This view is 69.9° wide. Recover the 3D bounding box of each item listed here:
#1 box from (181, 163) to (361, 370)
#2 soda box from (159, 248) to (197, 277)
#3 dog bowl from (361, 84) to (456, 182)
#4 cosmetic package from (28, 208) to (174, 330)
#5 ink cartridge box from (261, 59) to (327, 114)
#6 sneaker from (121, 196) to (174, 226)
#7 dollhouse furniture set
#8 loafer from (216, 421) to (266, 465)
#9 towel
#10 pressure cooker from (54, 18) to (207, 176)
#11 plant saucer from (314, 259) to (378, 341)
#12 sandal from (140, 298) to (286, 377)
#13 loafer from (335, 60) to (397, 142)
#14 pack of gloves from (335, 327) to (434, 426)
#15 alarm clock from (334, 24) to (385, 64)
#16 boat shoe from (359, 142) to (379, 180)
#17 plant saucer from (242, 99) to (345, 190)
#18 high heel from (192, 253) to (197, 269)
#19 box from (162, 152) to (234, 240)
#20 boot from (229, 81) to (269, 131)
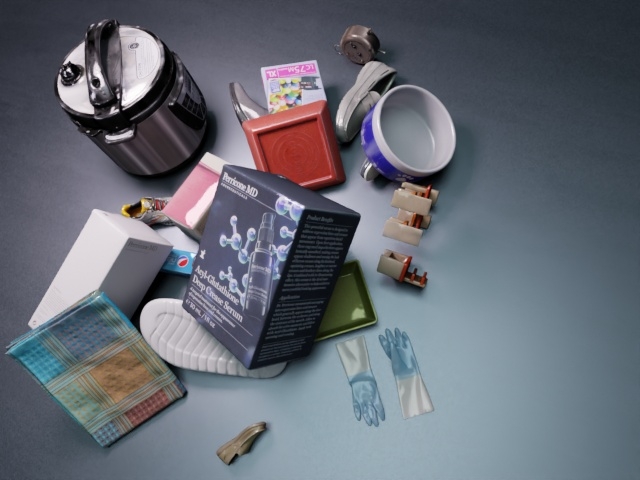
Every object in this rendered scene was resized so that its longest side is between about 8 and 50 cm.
[{"bbox_3d":[-0.129,0.056,1.119,0.293,0.212,0.396,29,106,37],"label":"box"},{"bbox_3d":[-0.430,0.066,1.372,0.210,0.071,0.067,10,72,14],"label":"soda box"},{"bbox_3d":[0.254,-0.304,1.326,0.264,0.104,0.265,5,76,-23],"label":"dog bowl"},{"bbox_3d":[-0.599,0.118,1.264,0.155,0.197,0.366,34,95,21],"label":"cosmetic package"},{"bbox_3d":[-0.071,-0.415,1.432,0.185,0.065,0.311,-10,71,-5],"label":"ink cartridge box"},{"bbox_3d":[-0.515,-0.093,1.442,0.225,0.093,0.088,-15,66,3],"label":"sneaker"},{"bbox_3d":[0.252,-0.022,1.213,0.135,0.262,0.259,18,106,14],"label":"dollhouse furniture set"},{"bbox_3d":[-0.193,0.514,1.160,0.148,0.056,0.050,-38,67,4],"label":"loafer"},{"bbox_3d":[-0.564,0.336,1.177,0.271,0.040,0.370,-34,108,-4],"label":"towel"},{"bbox_3d":[-0.585,-0.436,1.417,0.369,0.420,0.375,31,75,20],"label":"pressure cooker"},{"bbox_3d":[0.044,0.168,1.265,0.188,0.045,0.188,-18,66,3],"label":"plant saucer"},{"bbox_3d":[-0.292,0.279,1.254,0.416,0.102,0.169,19,87,3],"label":"sandal"},{"bbox_3d":[0.146,-0.445,1.466,0.111,0.112,0.319,19,71,25],"label":"loafer"},{"bbox_3d":[0.159,0.344,1.173,0.195,0.046,0.232,-17,66,1],"label":"pack of gloves"},{"bbox_3d":[0.118,-0.657,1.558,0.192,0.129,0.064,15,71,45],"label":"alarm clock"},{"bbox_3d":[0.181,-0.292,1.405,0.079,0.095,0.255,28,73,17],"label":"boat shoe"},{"bbox_3d":[-0.074,-0.257,1.365,0.259,0.259,0.048,-15,24,3],"label":"plant saucer"},{"bbox_3d":[-0.258,0.007,1.305,0.093,0.186,0.261,26,74,19],"label":"high heel"},{"bbox_3d":[-0.339,-0.121,1.393,0.126,0.149,0.232,27,74,20],"label":"box"},{"bbox_3d":[-0.152,-0.409,1.514,0.222,0.118,0.338,-26,76,-6],"label":"boot"}]
